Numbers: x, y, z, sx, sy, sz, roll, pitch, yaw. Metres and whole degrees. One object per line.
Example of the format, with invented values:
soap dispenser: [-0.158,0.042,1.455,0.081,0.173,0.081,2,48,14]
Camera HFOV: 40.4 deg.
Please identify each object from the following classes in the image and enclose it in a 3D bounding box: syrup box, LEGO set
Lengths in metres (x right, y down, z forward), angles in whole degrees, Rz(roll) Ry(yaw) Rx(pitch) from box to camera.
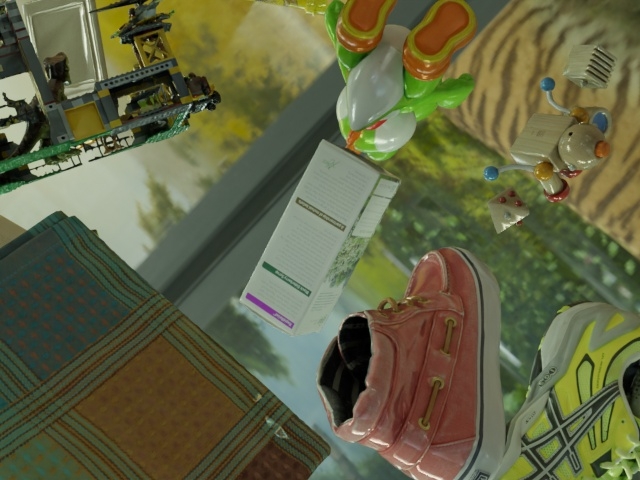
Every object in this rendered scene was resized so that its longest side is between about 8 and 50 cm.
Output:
syrup box: [0.000,0.000,1.119,0.096,0.237,0.093,33,-169,21]
LEGO set: [-0.304,-0.193,1.014,0.255,0.331,0.192,167,82,-81]

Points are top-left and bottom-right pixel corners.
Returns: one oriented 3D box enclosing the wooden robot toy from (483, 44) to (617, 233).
wooden robot toy: [0.203,-0.075,0.687,0.076,0.173,0.079,42,166,-30]

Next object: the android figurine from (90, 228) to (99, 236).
android figurine: [-0.282,0.122,1.229,0.273,0.056,0.248,65,164,7]

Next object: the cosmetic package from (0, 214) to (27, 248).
cosmetic package: [-0.616,0.076,1.513,0.230,0.161,0.453,35,-175,-29]

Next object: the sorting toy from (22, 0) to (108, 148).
sorting toy: [-0.434,-0.334,1.513,0.196,0.348,0.047,-2,-171,36]

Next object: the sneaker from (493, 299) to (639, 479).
sneaker: [0.297,0.247,1.004,0.145,0.385,0.147,33,163,-35]

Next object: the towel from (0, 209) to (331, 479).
towel: [-0.192,0.146,0.779,0.370,0.271,0.040,39,133,7]

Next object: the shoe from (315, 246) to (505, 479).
shoe: [0.048,0.049,0.469,0.081,0.063,0.178,30,-146,-16]

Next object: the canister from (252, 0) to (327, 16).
canister: [-0.070,-0.337,1.005,0.169,0.126,0.073,7,-153,-7]

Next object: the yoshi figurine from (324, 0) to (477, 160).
yoshi figurine: [0.107,-0.239,1.191,0.362,0.203,0.204,99,155,-73]
